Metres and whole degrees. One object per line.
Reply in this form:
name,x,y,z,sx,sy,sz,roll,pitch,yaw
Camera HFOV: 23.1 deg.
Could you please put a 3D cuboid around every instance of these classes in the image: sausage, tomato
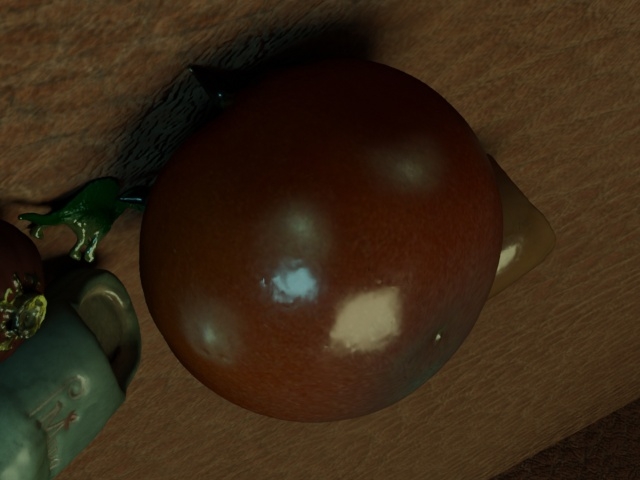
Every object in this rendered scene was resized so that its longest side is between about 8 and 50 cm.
sausage,0.060,0.045,1.412,0.304,0.121,0.121,-34,161,0
tomato,0.000,0.000,1.059,0.256,0.224,0.256,-38,154,-22

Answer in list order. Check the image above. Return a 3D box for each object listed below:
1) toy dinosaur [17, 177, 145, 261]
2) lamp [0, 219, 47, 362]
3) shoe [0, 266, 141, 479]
toy dinosaur,-0.163,-0.020,1.054,0.060,0.029,0.119,-54,151,12
lamp,-0.218,0.034,0.986,0.101,0.090,0.101,-53,153,-42
shoe,-0.179,0.097,1.059,0.100,0.103,0.251,-21,-157,34
